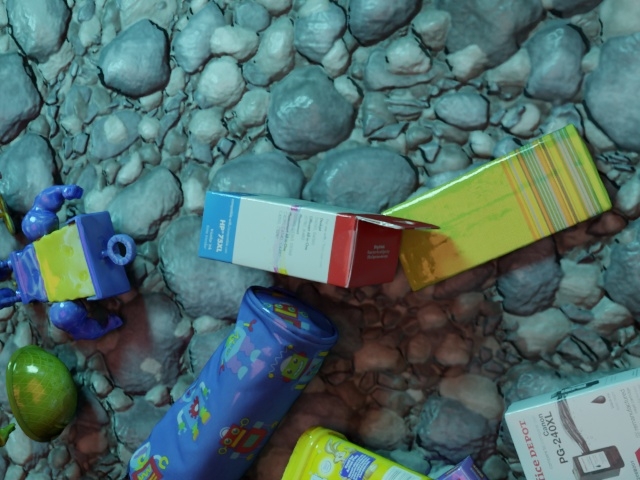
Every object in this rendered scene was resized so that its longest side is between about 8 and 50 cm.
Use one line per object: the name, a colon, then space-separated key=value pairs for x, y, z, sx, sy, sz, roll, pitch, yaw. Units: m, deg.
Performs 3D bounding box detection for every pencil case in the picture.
pencil case: x=-0.106 y=0.190 z=1.063 sx=0.306 sy=0.119 sz=0.133 roll=-55 pitch=37 yaw=15

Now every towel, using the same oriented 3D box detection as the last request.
towel: x=0.189 y=-0.033 z=0.996 sx=0.237 sy=0.021 sz=0.102 roll=-25 pitch=79 yaw=20

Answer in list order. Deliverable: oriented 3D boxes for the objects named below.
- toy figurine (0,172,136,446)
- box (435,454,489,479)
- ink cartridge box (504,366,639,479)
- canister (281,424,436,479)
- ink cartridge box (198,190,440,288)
toy figurine: x=-0.322 y=0.062 z=1.105 sx=0.217 sy=0.191 sz=0.362 roll=-16 pitch=88 yaw=15
box: x=0.174 y=0.417 z=1.002 sx=0.201 sy=0.057 sz=0.293 roll=-41 pitch=79 yaw=17
ink cartridge box: x=0.282 y=0.208 z=0.948 sx=0.150 sy=0.063 sz=0.109 roll=-21 pitch=86 yaw=20
canister: x=0.040 y=0.290 z=0.993 sx=0.170 sy=0.073 sz=0.126 roll=14 pitch=77 yaw=43
ink cartridge box: x=0.000 y=0.000 z=0.994 sx=0.231 sy=0.134 sz=0.078 roll=11 pitch=96 yaw=26
